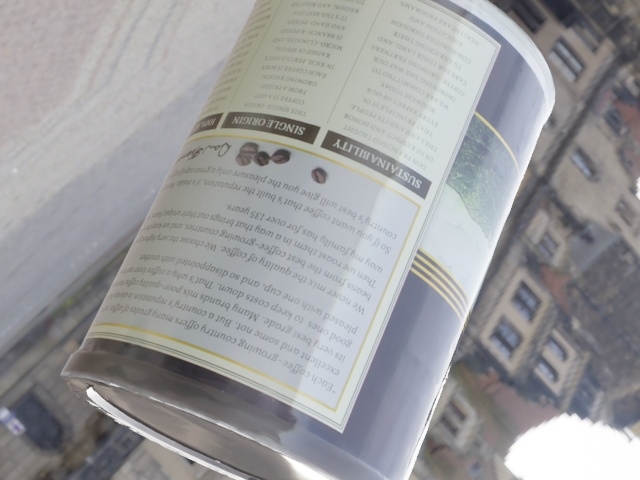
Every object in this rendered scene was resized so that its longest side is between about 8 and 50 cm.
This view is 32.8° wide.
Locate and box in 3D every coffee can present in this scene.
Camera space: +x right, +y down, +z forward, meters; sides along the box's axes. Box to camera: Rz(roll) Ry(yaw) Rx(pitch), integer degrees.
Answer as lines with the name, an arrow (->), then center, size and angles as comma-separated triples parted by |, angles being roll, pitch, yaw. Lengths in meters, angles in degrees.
coffee can -> 0.000, 0.000, 0.644 | 0.275, 0.201, 0.201 | -66, -167, -19
